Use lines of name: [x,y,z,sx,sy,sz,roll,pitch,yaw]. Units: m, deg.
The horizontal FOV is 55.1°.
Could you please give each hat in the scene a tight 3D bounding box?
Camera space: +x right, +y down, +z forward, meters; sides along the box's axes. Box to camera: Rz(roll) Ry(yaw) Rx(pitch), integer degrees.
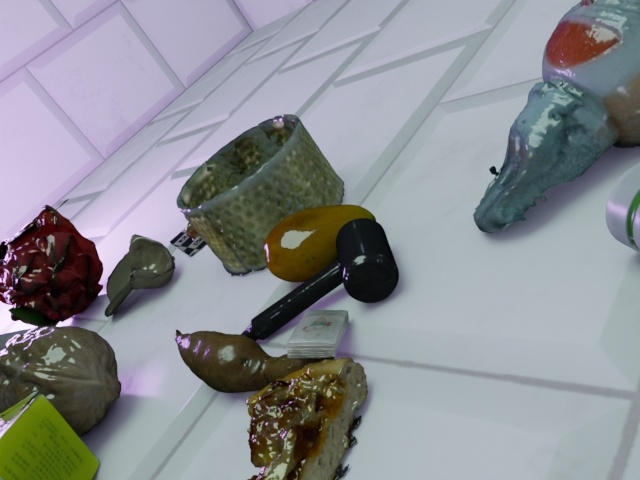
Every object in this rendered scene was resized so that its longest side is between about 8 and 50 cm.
hat: [-0.360,0.079,1.214,0.175,0.085,0.147,-52,32,21]

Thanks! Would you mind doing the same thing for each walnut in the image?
walnut: [-0.385,0.210,0.903,0.230,0.178,0.178,-8,37,38]

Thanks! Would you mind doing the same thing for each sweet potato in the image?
sweet potato: [-0.093,0.153,0.748,0.269,0.075,0.075,1,43,36]

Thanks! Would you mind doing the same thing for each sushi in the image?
sushi: [-0.236,-0.064,1.317,0.210,0.040,0.192,-43,27,-15]

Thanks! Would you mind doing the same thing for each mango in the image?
mango: [-0.004,-0.001,0.878,0.163,0.089,0.111,-31,36,-11]

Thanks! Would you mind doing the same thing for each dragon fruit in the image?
dragon fruit: [-0.573,0.043,1.317,0.233,0.233,0.293,-12,70,41]

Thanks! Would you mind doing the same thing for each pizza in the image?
pizza: [-0.035,0.198,0.592,0.154,0.069,0.194,-24,26,21]

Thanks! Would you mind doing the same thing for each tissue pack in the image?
tissue pack: [-0.001,0.105,0.704,0.056,0.023,0.108,-3,12,10]

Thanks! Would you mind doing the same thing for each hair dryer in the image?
hair dryer: [-0.014,0.073,0.792,0.248,0.070,0.114,-34,25,12]

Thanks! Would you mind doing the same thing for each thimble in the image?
thimble: [-0.105,-0.084,1.064,0.270,0.150,0.271,-28,27,16]

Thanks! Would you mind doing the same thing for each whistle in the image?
whistle: [0.291,-0.153,0.695,0.348,0.189,0.189,-45,25,6]

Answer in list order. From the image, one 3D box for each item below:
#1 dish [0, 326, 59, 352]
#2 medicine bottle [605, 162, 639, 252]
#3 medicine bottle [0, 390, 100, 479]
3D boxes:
dish: [-0.571,0.259,1.073,0.273,0.134,0.273,-21,-12,-4]
medicine bottle: [0.320,-0.002,0.481,0.086,0.086,0.183,-36,26,0]
medicine bottle: [-0.382,0.308,0.703,0.137,0.141,0.250,-34,11,8]
